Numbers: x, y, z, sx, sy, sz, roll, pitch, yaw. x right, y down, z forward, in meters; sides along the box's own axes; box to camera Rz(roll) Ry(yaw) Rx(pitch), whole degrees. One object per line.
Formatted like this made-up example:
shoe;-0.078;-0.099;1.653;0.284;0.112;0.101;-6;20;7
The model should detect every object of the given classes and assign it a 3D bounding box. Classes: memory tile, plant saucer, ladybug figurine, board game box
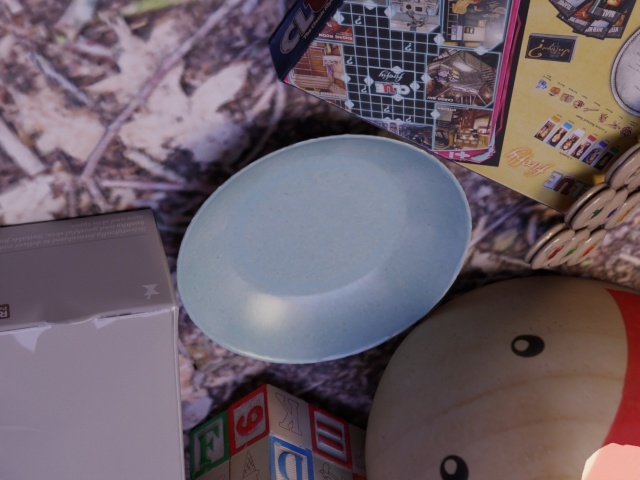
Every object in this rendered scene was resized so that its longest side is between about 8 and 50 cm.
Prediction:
memory tile;0.200;-0.034;0.889;0.148;0.012;0.113;-48;160;19
plant saucer;0.000;0.000;0.881;0.195;0.037;0.195;-9;132;-10
ladybug figurine;0.240;0.201;0.960;0.449;0.162;0.305;31;80;-21
board game box;0.113;-0.120;0.807;0.243;0.042;0.165;22;121;-33

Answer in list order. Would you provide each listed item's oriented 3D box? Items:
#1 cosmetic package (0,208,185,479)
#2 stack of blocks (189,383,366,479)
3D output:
cosmetic package;-0.155;0.103;0.882;0.127;0.107;0.238;-6;129;-12
stack of blocks;0.043;0.245;1.013;0.297;0.171;0.087;29;130;-36
